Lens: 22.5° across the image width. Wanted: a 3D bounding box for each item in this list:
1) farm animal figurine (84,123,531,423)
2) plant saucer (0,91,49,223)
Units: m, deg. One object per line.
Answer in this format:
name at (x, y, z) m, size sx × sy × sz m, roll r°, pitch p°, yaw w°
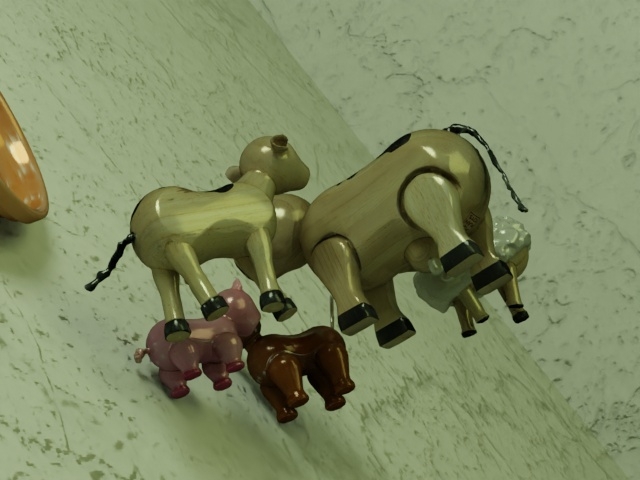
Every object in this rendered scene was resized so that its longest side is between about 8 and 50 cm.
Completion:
farm animal figurine at (0.000, 0.000, 1.301) m, size 0.330 × 0.327 × 0.172 m, roll 59°, pitch 8°, yaw -66°
plant saucer at (-0.273, -0.096, 1.217) m, size 0.200 × 0.037 × 0.200 m, roll 61°, pitch 3°, yaw -5°
